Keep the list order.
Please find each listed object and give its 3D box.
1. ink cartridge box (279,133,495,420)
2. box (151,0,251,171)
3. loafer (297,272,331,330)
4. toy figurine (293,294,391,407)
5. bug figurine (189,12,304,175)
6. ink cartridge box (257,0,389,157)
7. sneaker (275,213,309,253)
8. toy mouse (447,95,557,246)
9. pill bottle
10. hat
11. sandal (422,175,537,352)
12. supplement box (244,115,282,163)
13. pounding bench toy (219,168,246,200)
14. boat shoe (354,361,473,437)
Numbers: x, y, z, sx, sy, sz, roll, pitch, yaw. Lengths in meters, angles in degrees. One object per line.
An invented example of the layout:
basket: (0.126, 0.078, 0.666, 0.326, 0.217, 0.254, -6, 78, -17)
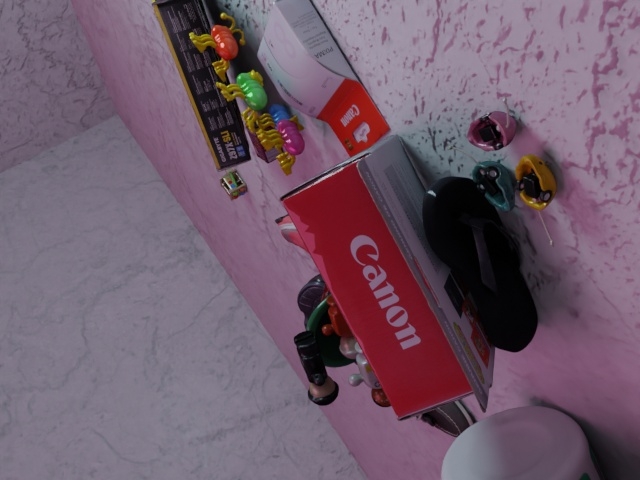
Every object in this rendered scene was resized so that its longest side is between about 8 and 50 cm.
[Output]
ink cartridge box: (0.091, 0.043, 0.820, 0.309, 0.130, 0.272, 62, -160, -5)
box: (-0.224, -0.329, 1.263, 0.257, 0.080, 0.321, -107, 0, -58)
loafer: (0.010, 0.148, 1.593, 0.109, 0.095, 0.302, 18, 149, 11)
toy figurine: (0.078, 0.203, 1.217, 0.210, 0.213, 0.148, -1, 118, 32)
bug figurine: (-0.100, -0.237, 1.112, 0.279, 0.072, 0.216, 50, -169, -46)
ink cartridge box: (-0.006, -0.229, 0.998, 0.232, 0.066, 0.189, 62, 165, 1)
sneaker: (0.000, 0.000, 1.245, 0.314, 0.116, 0.136, 163, 90, -74)
toy mouse: (0.191, -0.087, 0.701, 0.143, 0.031, 0.160, 34, 151, 55)
pill bottle: (0.331, 0.435, 0.932, 0.360, 0.204, 0.204, 63, 164, -13)
hat: (0.023, 0.141, 1.418, 0.173, 0.208, 0.183, 46, 175, -31)
sandal: (0.205, 0.026, 0.783, 0.055, 0.097, 0.254, 6, 137, 56)
supplement box: (-0.118, -0.212, 1.390, 0.055, 0.043, 0.083, 39, 154, 51)
pounding bench toy: (-0.243, -0.159, 1.855, 0.065, 0.052, 0.083, 54, 164, 16)
boat shoe: (0.175, 0.303, 1.363, 0.335, 0.096, 0.112, 42, 158, 45)
